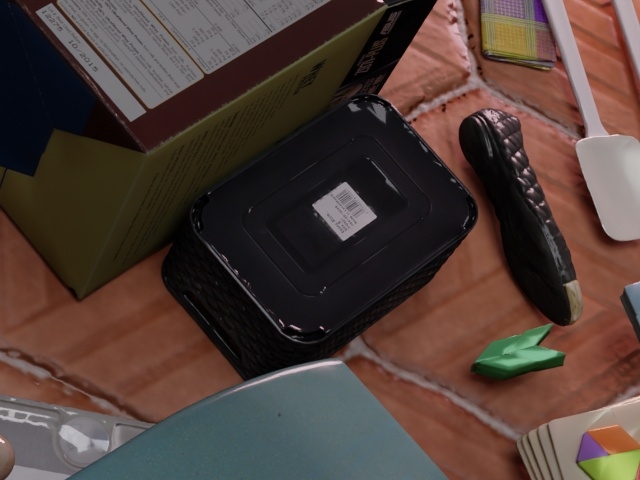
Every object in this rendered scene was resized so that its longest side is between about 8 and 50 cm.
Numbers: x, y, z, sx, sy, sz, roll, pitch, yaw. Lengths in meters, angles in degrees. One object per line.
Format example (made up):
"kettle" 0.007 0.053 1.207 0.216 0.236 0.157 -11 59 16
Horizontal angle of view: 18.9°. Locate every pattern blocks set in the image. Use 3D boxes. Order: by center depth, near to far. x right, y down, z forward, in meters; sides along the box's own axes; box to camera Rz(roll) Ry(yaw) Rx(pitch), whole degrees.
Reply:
"pattern blocks set" 0.225 0.183 1.243 0.285 0.026 0.325 -26 68 -13

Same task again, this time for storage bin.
"storage bin" 0.000 0.000 1.274 0.180 0.084 0.122 -35 78 -30

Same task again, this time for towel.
"towel" 0.148 -0.168 1.461 0.060 0.009 0.083 7 60 -16

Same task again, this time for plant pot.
"plant pot" -0.050 0.178 1.044 0.165 0.166 0.234 48 52 9

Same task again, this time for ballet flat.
"ballet flat" 0.149 -0.021 1.355 0.049 0.057 0.173 -9 67 -30

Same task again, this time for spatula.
"spatula" 0.248 -0.114 1.456 0.168 0.019 0.242 -6 69 -23

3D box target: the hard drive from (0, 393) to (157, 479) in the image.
"hard drive" -0.117 0.221 1.127 0.339 0.064 0.237 13 59 -12

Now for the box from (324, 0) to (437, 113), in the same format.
"box" -0.012 -0.196 1.338 0.077 0.147 0.180 -21 72 -28

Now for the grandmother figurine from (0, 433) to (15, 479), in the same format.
"grandmother figurine" -0.243 0.122 0.951 0.208 0.104 0.342 -19 72 12

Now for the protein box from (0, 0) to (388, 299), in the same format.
"protein box" -0.099 -0.102 1.224 0.201 0.200 0.136 -35 79 -31
